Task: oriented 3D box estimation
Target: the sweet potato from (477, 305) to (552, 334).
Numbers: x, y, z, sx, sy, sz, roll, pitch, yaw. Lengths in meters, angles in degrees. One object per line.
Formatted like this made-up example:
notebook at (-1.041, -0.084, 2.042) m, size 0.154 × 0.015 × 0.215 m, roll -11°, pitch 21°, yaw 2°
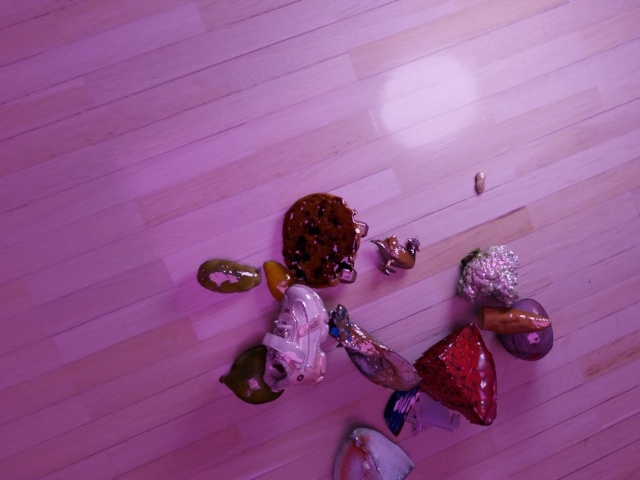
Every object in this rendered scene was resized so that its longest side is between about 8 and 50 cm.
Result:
sweet potato at (0.663, 0.282, 1.540) m, size 0.097 × 0.251 × 0.097 m, roll 2°, pitch 87°, yaw -51°

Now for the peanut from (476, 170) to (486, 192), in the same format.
peanut at (0.604, -0.221, 1.670) m, size 0.037 × 0.037 × 0.083 m, roll 3°, pitch 97°, yaw -8°

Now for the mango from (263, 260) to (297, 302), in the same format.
mango at (-0.140, 0.151, 1.579) m, size 0.101 × 0.066 × 0.187 m, roll -31°, pitch 90°, yaw -6°

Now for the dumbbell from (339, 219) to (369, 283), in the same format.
dumbbell at (0.107, 0.041, 1.593) m, size 0.092 × 0.082 × 0.231 m, roll 13°, pitch 91°, yaw -7°

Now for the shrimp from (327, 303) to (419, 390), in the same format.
shrimp at (0.178, 0.394, 1.547) m, size 0.445 × 0.221 × 0.110 m, roll 45°, pitch 51°, yaw -19°

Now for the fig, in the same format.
fig at (-0.245, 0.481, 1.554) m, size 0.235 × 0.203 × 0.203 m, roll -25°, pitch 98°, yaw 34°

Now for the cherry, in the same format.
cherry at (0.763, 0.341, 1.640) m, size 0.183 × 0.213 × 0.266 m, roll 11°, pitch 65°, yaw 26°

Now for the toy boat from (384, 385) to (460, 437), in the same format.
toy boat at (0.396, 0.638, 1.678) m, size 0.318 × 0.072 × 0.219 m, roll 1°, pitch 96°, yaw -11°

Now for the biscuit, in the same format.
biscuit at (0.004, 0.000, 1.546) m, size 0.289 × 0.081 × 0.334 m, roll 5°, pitch 87°, yaw 19°

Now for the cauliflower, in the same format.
cauliflower at (0.648, 0.153, 1.633) m, size 0.315 × 0.239 × 0.256 m, roll 42°, pitch 61°, yaw -25°

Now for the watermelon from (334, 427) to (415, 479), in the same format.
watermelon at (0.168, 0.846, 1.583) m, size 0.289 × 0.213 × 0.320 m, roll -43°, pitch 109°, yaw -2°

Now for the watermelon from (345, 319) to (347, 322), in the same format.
watermelon at (0.065, 0.309, 1.623) m, size 0.084 × 0.072 × 0.092 m, roll -46°, pitch 137°, yaw -14°

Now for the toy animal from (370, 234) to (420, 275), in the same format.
toy animal at (0.275, 0.031, 1.621) m, size 0.188 × 0.089 × 0.179 m, roll 41°, pitch 70°, yaw -8°

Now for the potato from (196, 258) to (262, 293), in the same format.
potato at (-0.315, 0.126, 1.538) m, size 0.225 × 0.090 × 0.117 m, roll 6°, pitch 86°, yaw -15°

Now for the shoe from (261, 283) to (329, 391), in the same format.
shoe at (-0.088, 0.324, 1.449) m, size 0.198 × 0.171 × 0.351 m, roll -7°, pitch 93°, yaw -44°

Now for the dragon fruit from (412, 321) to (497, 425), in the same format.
dragon fruit at (0.475, 0.495, 1.549) m, size 0.302 × 0.240 × 0.330 m, roll -39°, pitch 60°, yaw 24°
